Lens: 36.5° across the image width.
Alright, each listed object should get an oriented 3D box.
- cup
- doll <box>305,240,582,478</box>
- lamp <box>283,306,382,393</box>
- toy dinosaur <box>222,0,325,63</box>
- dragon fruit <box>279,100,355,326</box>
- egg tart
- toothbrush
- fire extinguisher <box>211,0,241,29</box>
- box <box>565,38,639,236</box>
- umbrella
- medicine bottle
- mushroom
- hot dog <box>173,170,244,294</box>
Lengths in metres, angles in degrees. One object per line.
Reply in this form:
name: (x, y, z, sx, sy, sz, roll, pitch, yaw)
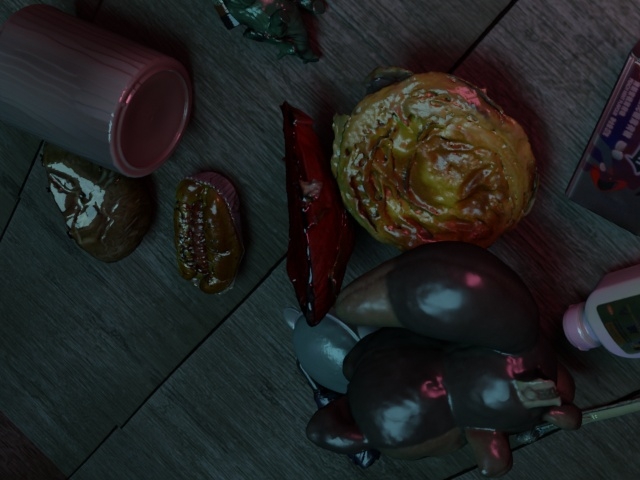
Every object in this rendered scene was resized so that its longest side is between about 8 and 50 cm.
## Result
cup: (-0.369, -0.214, 1.572, 0.273, 0.208, 0.288, 24, 135, 23)
doll: (0.149, 0.150, 1.376, 0.382, 0.252, 0.378, -10, 116, 24)
lamp: (0.045, 0.188, 1.638, 0.246, 0.108, 0.179, 3, 129, 40)
toy dinosaur: (-0.086, -0.337, 1.279, 0.120, 0.079, 0.292, 7, 147, 38)
dragon fruit: (0.000, 0.000, 1.426, 0.100, 0.282, 0.343, -4, 149, -4)
egg tart: (0.150, -0.111, 1.277, 0.297, 0.132, 0.297, 13, 133, 14)
toothbrush: (0.402, 0.265, 1.455, 0.026, 0.028, 0.294, 50, 136, -8)
fire extinguisher: (-0.151, -0.384, 1.356, 0.062, 0.050, 0.177, -22, 109, 24)
box: (0.373, -0.115, 1.111, 0.120, 0.069, 0.224, 30, 139, 18)
umbrella: (0.027, 0.313, 1.804, 0.248, 0.071, 0.071, 53, 141, -3)
medicine bottle: (0.415, 0.090, 1.246, 0.115, 0.078, 0.219, 52, 140, -11)
mushroom: (-0.384, -0.081, 1.781, 0.151, 0.156, 0.285, -10, 126, 17)
hot dog: (-0.197, -0.007, 1.706, 0.144, 0.075, 0.268, 29, 136, 23)
